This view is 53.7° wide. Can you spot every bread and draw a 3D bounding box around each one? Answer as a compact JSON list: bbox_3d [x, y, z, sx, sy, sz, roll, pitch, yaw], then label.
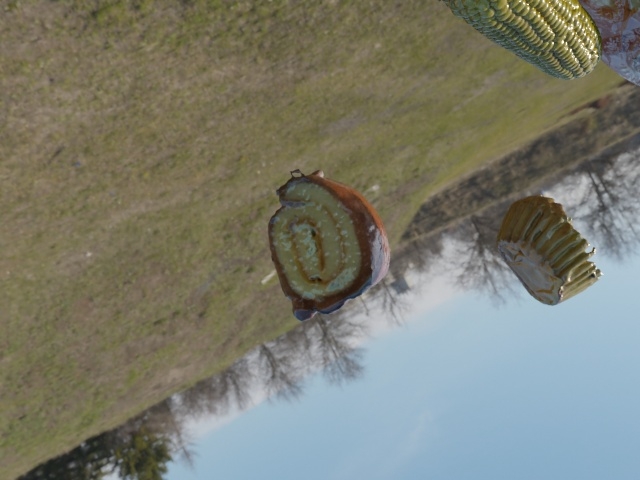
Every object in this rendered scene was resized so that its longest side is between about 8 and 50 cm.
[{"bbox_3d":[0.529,0.025,1.508,0.149,0.274,0.274,-33,179,-15],"label":"bread"},{"bbox_3d":[0.011,-0.005,1.084,0.190,0.244,0.123,-20,178,13],"label":"bread"}]

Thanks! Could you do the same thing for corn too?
[{"bbox_3d":[0.261,-0.281,0.785,0.305,0.106,0.106,15,147,-40],"label":"corn"}]

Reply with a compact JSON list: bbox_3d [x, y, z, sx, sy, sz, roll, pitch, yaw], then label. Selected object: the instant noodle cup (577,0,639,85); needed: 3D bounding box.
[{"bbox_3d":[0.531,-0.382,0.915,0.231,0.243,0.243,-41,177,2],"label":"instant noodle cup"}]
